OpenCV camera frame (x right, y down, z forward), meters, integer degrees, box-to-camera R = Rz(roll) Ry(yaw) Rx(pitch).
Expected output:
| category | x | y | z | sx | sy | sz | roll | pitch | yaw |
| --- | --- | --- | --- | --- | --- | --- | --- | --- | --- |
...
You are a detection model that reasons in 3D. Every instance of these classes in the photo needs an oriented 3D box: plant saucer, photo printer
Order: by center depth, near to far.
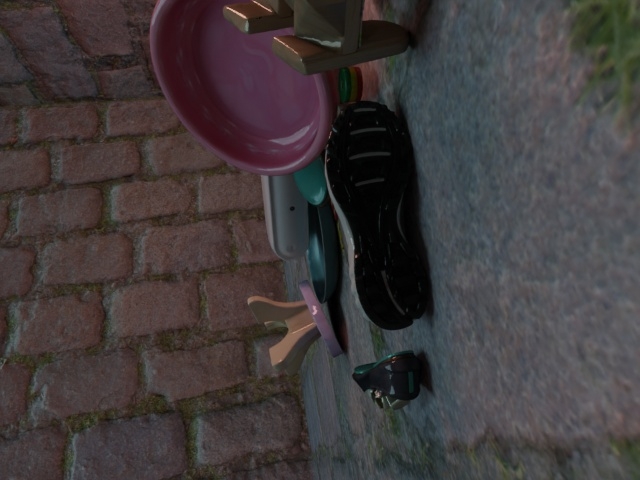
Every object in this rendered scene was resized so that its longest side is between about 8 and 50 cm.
| category | x | y | z | sx | sy | sz | roll | pitch | yaw |
| --- | --- | --- | --- | --- | --- | --- | --- | --- | --- |
| plant saucer | -0.117 | -0.262 | 0.724 | 0.084 | 0.333 | 0.332 | -56 | -20 | -38 |
| plant saucer | 0.000 | 0.000 | 1.120 | 0.317 | 0.044 | 0.317 | 174 | 90 | -81 |
| photo printer | -0.096 | -0.118 | 1.156 | 0.256 | 0.107 | 0.307 | -110 | 16 | -57 |

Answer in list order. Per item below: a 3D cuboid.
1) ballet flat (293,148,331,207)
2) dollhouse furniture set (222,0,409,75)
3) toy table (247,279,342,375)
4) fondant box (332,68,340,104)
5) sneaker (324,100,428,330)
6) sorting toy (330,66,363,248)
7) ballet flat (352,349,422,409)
| category | x | y | z | sx | sy | sz | roll | pitch | yaw |
| --- | --- | --- | --- | --- | --- | --- | --- | --- | --- |
| ballet flat | -0.023 | -0.175 | 0.905 | 0.095 | 0.096 | 0.280 | -52 | 55 | 32 |
| dollhouse furniture set | -0.001 | -0.435 | 0.455 | 0.394 | 0.257 | 0.361 | 48 | 150 | 38 |
| toy table | -0.062 | 0.221 | 1.139 | 0.274 | 0.161 | 0.252 | -129 | 13 | -77 |
| fondant box | -0.040 | -0.394 | 0.905 | 0.330 | 0.096 | 0.238 | -114 | 19 | -59 |
| sneaker | 0.059 | -0.032 | 0.540 | 0.108 | 0.101 | 0.271 | 179 | 84 | -86 |
| sorting toy | 0.055 | -0.105 | 0.664 | 0.274 | 0.047 | 0.132 | 94 | 167 | -47 |
| ballet flat | 0.089 | 0.198 | 0.612 | 0.203 | 0.074 | 0.074 | 113 | 149 | -68 |
